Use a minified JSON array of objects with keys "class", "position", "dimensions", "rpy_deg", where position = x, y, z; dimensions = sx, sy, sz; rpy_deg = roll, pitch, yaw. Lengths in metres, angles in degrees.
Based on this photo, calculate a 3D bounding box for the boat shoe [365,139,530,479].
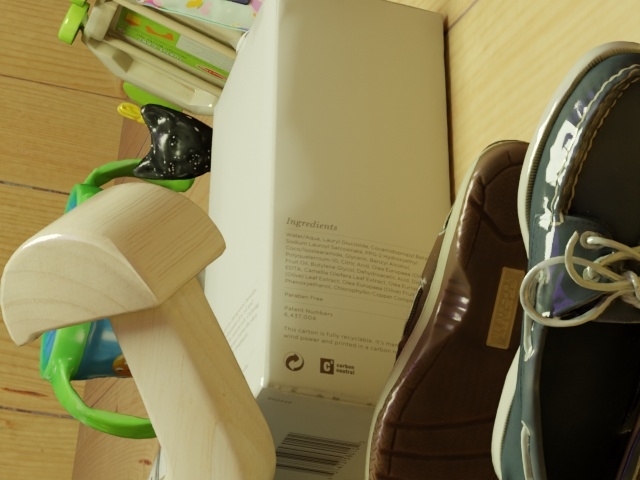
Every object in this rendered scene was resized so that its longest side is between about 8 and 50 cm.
[{"class":"boat shoe","position":[0.094,0.063,0.921],"dimensions":[0.095,0.095,0.257],"rpy_deg":[-108,38,-81]}]

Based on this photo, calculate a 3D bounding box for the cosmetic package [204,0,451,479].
[{"class":"cosmetic package","position":[0.000,0.000,1.168],"dimensions":[0.197,0.155,0.365],"rpy_deg":[123,154,-56]}]

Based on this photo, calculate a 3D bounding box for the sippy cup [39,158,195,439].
[{"class":"sippy cup","position":[-0.198,0.065,1.743],"dimensions":[0.240,0.224,0.305],"rpy_deg":[-145,66,-73]}]

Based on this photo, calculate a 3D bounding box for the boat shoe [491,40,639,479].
[{"class":"boat shoe","position":[0.138,0.032,0.736],"dimensions":[0.079,0.095,0.254],"rpy_deg":[-119,40,-70]}]

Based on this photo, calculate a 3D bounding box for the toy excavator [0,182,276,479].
[{"class":"toy excavator","position":[-0.094,0.229,1.004],"dimensions":[0.445,0.433,0.222],"rpy_deg":[-46,-3,38]}]

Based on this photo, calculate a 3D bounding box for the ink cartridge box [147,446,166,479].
[{"class":"ink cartridge box","position":[-0.096,0.271,1.422],"dimensions":[0.207,0.117,0.283],"rpy_deg":[-95,21,-45]}]

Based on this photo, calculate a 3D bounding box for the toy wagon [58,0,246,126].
[{"class":"toy wagon","position":[-0.181,-0.221,1.790],"dimensions":[0.068,0.267,0.344],"rpy_deg":[-67,10,-19]}]

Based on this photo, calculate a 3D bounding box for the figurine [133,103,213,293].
[{"class":"figurine","position":[-0.084,-0.013,1.386],"dimensions":[0.092,0.209,0.215],"rpy_deg":[-121,43,-69]}]

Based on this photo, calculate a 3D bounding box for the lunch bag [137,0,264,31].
[{"class":"lunch bag","position":[-0.075,-0.348,1.553],"dimensions":[0.160,0.223,0.262],"rpy_deg":[-121,44,-77]}]
